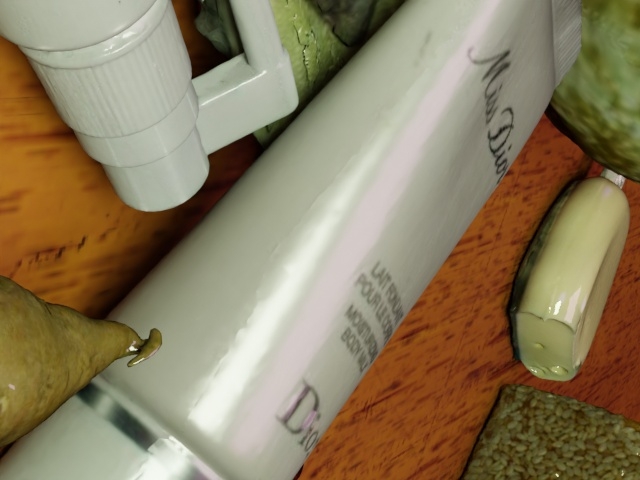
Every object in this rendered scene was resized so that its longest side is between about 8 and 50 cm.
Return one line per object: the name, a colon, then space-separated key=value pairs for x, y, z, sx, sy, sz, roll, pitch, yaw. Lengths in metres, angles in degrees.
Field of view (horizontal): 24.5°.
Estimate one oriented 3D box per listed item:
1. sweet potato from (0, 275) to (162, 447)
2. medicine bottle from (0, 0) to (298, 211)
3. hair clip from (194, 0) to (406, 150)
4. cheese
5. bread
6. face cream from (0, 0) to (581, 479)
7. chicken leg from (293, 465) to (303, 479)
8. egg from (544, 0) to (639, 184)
sweet potato: x=-0.152 y=0.030 z=0.340 sx=0.269 sy=0.075 sz=0.075 roll=8 pitch=98 yaw=-51
medicine bottle: x=-0.064 y=-0.096 z=0.438 sx=0.092 sy=0.061 sz=0.221 roll=-30 pitch=144 yaw=-10
hair clip: x=-0.002 y=-0.172 z=0.498 sx=0.138 sy=0.091 sz=0.321 roll=-28 pitch=144 yaw=-24
cheese: x=0.213 y=-0.019 z=1.135 sx=0.251 sy=0.054 sz=0.127 roll=-62 pitch=157 yaw=-25
bread: x=0.175 y=0.236 z=1.054 sx=0.234 sy=0.184 sz=0.110 roll=-60 pitch=147 yaw=-28
face cream: x=0.000 y=0.002 z=0.551 sx=0.314 sy=0.089 sz=0.143 roll=-51 pitch=154 yaw=-14
chicken leg: x=-0.002 y=-0.001 z=0.651 sx=0.089 sy=0.048 sz=0.219 roll=160 pitch=-49 yaw=-73
egg: x=0.224 y=-0.156 z=0.850 sx=0.289 sy=0.238 sz=0.238 roll=-83 pitch=174 yaw=-58
